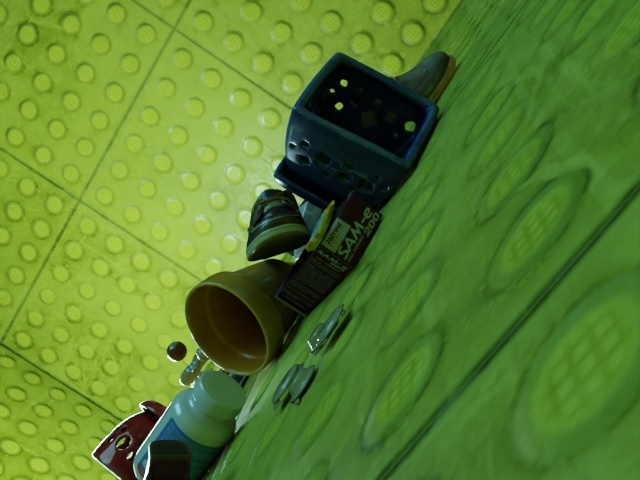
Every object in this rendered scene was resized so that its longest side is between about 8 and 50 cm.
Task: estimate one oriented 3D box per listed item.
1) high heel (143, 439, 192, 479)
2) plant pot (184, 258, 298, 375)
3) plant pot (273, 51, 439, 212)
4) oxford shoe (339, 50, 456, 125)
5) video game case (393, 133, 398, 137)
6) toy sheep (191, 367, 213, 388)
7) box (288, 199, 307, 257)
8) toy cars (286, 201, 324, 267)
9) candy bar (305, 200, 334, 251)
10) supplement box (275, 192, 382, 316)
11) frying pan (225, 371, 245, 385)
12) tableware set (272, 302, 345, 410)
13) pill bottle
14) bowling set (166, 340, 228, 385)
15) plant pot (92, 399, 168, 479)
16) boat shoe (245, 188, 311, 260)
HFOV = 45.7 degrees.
[{"bbox_3d":[-0.189,0.391,0.937,0.377,0.127,0.181,-151,66,-82],"label":"high heel"},{"bbox_3d":[-0.131,0.132,1.507,0.188,0.205,0.205,-38,-10,-47],"label":"plant pot"},{"bbox_3d":[0.058,-0.178,1.441,0.212,0.236,0.236,-62,-1,43],"label":"plant pot"},{"bbox_3d":[0.149,-0.318,1.681,0.364,0.132,0.130,-43,22,-11],"label":"oxford shoe"},{"bbox_3d":[0.080,-0.111,1.764,0.244,0.061,0.269,-50,7,49],"label":"video game case"},{"bbox_3d":[-0.369,0.456,2.410,0.091,0.091,0.132,-59,-9,-34],"label":"toy sheep"},{"bbox_3d":[-0.034,-0.048,2.094,0.156,0.093,0.158,-51,5,23],"label":"box"},{"bbox_3d":[-0.070,0.043,1.656,0.393,0.087,0.176,-63,16,21],"label":"toy cars"},{"bbox_3d":[0.002,-0.024,1.266,0.040,0.018,0.161,-54,5,24],"label":"candy bar"},{"bbox_3d":[0.011,0.031,1.355,0.130,0.073,0.239,-59,4,-32],"label":"supplement box"},{"bbox_3d":[-0.225,0.367,1.696,0.197,0.053,0.326,-55,1,11],"label":"frying pan"},{"bbox_3d":[-0.014,0.158,1.025,0.168,0.020,0.141,-57,3,-14],"label":"tableware set"},{"bbox_3d":[-0.226,0.340,1.340,0.221,0.124,0.124,-54,4,20],"label":"pill bottle"},{"bbox_3d":[-0.295,0.306,1.985,0.154,0.200,0.287,-53,9,21],"label":"bowling set"},{"bbox_3d":[-0.369,0.458,1.651,0.174,0.191,0.191,-51,2,-25],"label":"plant pot"},{"bbox_3d":[-0.089,-0.035,1.412,0.123,0.123,0.342,-18,-1,0],"label":"boat shoe"}]
